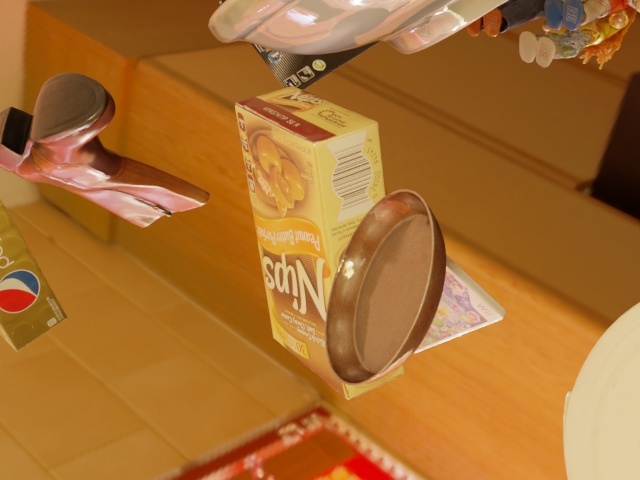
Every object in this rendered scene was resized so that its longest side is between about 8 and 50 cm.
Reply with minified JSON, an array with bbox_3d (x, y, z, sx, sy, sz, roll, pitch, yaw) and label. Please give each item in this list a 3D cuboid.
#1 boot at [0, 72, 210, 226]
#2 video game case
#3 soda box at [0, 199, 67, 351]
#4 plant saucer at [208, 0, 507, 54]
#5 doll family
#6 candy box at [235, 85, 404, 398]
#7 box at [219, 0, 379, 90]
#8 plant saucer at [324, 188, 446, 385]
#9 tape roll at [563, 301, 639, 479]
[{"bbox_3d":[-0.260,-0.094,1.384,0.280,0.264,0.096,28,-125,-37],"label":"boot"},{"bbox_3d":[0.094,0.056,0.953,0.087,0.122,0.011,42,-129,-16],"label":"video game case"},{"bbox_3d":[-0.312,0.016,1.013,0.061,0.058,0.181,-36,-50,-21],"label":"soda box"},{"bbox_3d":[0.113,-0.222,0.698,0.400,0.400,0.100,-41,-79,-24],"label":"plant saucer"},{"bbox_3d":[0.257,-0.262,1.212,0.163,0.263,0.118,-26,-50,-32],"label":"doll family"},{"bbox_3d":[0.000,0.000,1.223,0.087,0.183,0.317,-20,-62,-24],"label":"candy box"},{"bbox_3d":[-0.025,-0.340,1.615,0.191,0.184,0.045,52,-149,-20],"label":"box"},{"bbox_3d":[0.056,0.041,0.883,0.029,0.168,0.168,18,-77,-22],"label":"plant saucer"},{"bbox_3d":[0.307,0.131,0.704,0.169,0.246,0.246,-12,-56,-53],"label":"tape roll"}]
